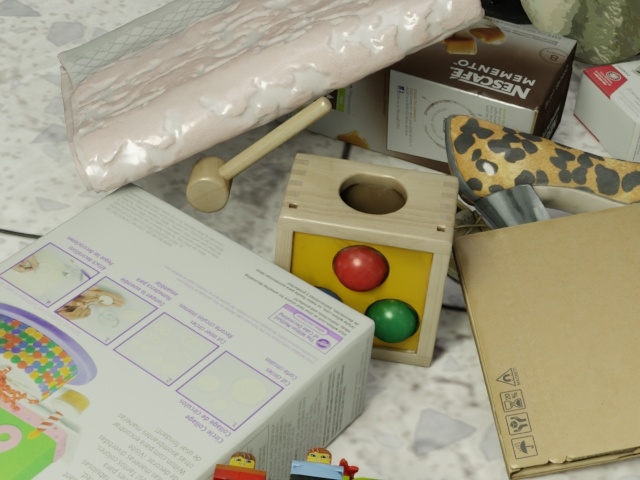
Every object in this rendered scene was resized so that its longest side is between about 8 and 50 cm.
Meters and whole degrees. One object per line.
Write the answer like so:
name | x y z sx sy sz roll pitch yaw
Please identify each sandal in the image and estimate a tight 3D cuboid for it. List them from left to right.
sandal | 0.244 -0.262 1.455 0.179 0.040 0.067 5 41 -1

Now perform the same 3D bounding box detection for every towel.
towel | -0.064 -0.170 1.144 0.331 0.053 0.317 -26 27 -4

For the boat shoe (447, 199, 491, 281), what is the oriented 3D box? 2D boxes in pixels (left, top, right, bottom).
boat shoe | 0.115 -0.006 1.128 0.050 0.045 0.135 -26 49 -32

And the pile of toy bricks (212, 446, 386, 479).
pile of toy bricks | 0.022 0.178 0.849 0.212 0.118 0.105 8 25 0

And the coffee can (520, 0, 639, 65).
coffee can | 0.361 -0.305 1.380 0.275 0.202 0.201 -21 46 -34

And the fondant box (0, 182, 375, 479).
fondant box | -0.155 0.115 0.912 0.238 0.096 0.330 29 44 26

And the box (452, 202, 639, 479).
box | 0.198 0.069 1.001 0.164 0.021 0.201 -10 56 1

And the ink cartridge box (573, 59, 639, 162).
ink cartridge box | 0.327 -0.127 1.291 0.135 0.056 0.099 -12 42 -19

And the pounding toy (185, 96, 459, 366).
pounding toy | -0.005 -0.008 1.009 0.206 0.181 0.094 9 40 4

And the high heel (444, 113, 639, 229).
high heel | 0.230 -0.080 1.143 0.261 0.093 0.186 -37 86 -32

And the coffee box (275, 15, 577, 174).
coffee box | 0.096 -0.148 1.254 0.246 0.098 0.141 19 42 16
